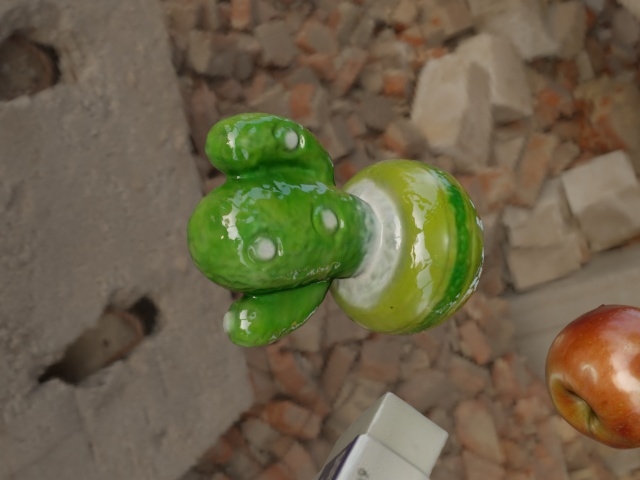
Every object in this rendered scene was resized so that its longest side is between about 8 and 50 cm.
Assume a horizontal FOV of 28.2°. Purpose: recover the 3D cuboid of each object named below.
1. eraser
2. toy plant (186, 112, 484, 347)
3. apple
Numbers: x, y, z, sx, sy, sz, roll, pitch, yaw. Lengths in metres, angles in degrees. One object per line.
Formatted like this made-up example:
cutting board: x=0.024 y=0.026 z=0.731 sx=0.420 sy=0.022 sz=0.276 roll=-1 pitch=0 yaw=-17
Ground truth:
eraser: x=0.010 y=0.271 z=1.091 sx=0.081 sy=0.124 sz=0.279 roll=34 pitch=51 yaw=-2
toy plant: x=0.000 y=0.000 z=1.274 sx=0.315 sy=0.184 sz=0.224 roll=9 pitch=90 yaw=-38
apple: x=0.321 y=0.142 z=1.353 sx=0.139 sy=0.163 sz=0.163 roll=-34 pitch=110 yaw=-20
